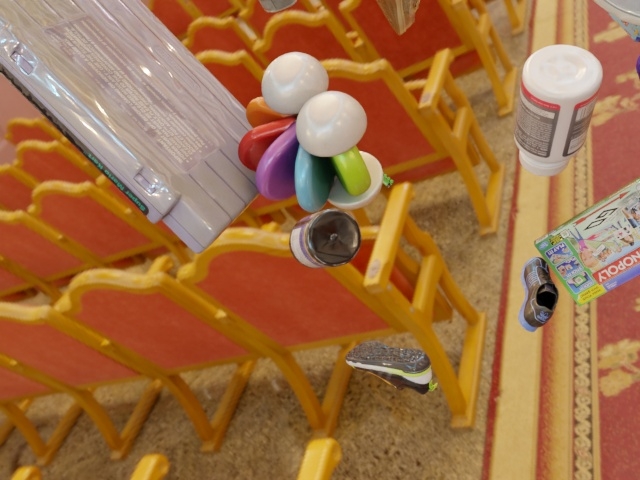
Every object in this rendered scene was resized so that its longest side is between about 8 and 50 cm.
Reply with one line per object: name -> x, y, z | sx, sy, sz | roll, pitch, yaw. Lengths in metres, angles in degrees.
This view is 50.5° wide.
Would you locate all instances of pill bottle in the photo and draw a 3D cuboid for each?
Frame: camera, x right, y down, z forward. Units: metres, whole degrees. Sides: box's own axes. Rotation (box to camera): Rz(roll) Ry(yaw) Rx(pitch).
pill bottle -> 0.000, 0.000, 1.495 | 0.123, 0.123, 0.219 | -43, 8, -14
pill bottle -> 0.571, -0.304, 1.666 | 0.176, 0.319, 0.176 | -4, 57, 6

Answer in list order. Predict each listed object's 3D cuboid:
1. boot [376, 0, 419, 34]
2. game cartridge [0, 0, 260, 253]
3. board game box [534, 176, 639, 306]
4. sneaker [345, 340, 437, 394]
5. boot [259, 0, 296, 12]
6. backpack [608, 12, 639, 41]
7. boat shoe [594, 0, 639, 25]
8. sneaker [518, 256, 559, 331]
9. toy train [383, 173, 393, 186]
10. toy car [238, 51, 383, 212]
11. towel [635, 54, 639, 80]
boot -> 0.179, -0.445, 1.084 | 0.203, 0.095, 0.262 | -33, -12, 5
game cartridge -> -0.209, -0.165, 0.785 | 0.068, 0.355, 0.230 | -39, 9, 38
board game box -> 0.757, 0.007, 1.775 | 0.317, 0.214, 0.046 | -36, 3, 25
sneaker -> 0.146, 0.284, 1.459 | 0.084, 0.097, 0.234 | -30, 20, -35
boot -> -0.113, -0.572, 1.392 | 0.076, 0.209, 0.189 | -41, 32, -18
backpack -> 0.742, -0.553, 1.515 | 0.116, 0.158, 0.173 | -33, -12, -5
boat shoe -> 0.402, -0.368, 0.917 | 0.079, 0.227, 0.081 | -56, -8, -8
sneaker -> 0.550, 0.118, 1.680 | 0.090, 0.081, 0.232 | -53, 13, 48
toy train -> 0.163, -0.173, 1.831 | 0.024, 0.083, 0.017 | -57, 22, -14
toy car -> -0.021, -0.105, 0.765 | 0.136, 0.159, 0.182 | -34, 59, -5
towel -> 0.749, -0.283, 1.427 | 0.076, 0.227, 0.309 | -14, 74, 12
